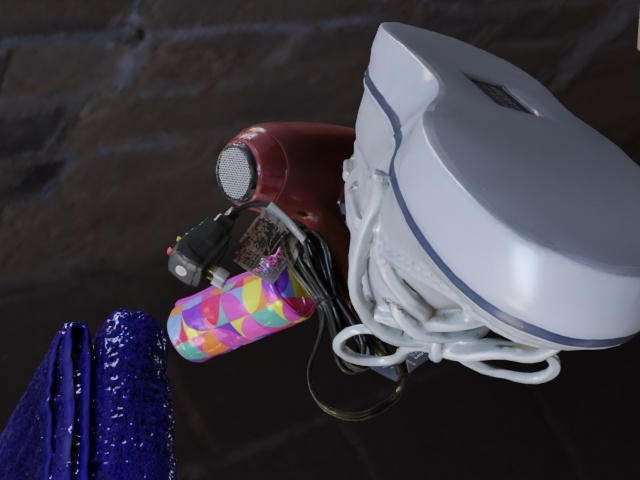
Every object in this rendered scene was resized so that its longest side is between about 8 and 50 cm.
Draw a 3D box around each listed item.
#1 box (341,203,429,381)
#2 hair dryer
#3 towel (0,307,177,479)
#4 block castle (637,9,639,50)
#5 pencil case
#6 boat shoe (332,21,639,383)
[{"bbox_3d":[0.102,0.012,1.639,0.059,0.183,0.232,31,30,-43],"label":"box"},{"bbox_3d":[0.000,0.000,1.243,0.223,0.080,0.293,43,47,-15],"label":"hair dryer"},{"bbox_3d":[-0.160,0.206,0.834,0.076,0.227,0.308,24,36,-24],"label":"towel"},{"bbox_3d":[0.463,-0.231,1.064,0.453,0.212,0.303,4,7,3],"label":"block castle"},{"bbox_3d":[-0.106,0.089,2.024,0.104,0.236,0.104,26,50,-37],"label":"pencil case"},{"bbox_3d":[0.064,0.004,0.748,0.136,0.156,0.367,15,18,-15],"label":"boat shoe"}]
